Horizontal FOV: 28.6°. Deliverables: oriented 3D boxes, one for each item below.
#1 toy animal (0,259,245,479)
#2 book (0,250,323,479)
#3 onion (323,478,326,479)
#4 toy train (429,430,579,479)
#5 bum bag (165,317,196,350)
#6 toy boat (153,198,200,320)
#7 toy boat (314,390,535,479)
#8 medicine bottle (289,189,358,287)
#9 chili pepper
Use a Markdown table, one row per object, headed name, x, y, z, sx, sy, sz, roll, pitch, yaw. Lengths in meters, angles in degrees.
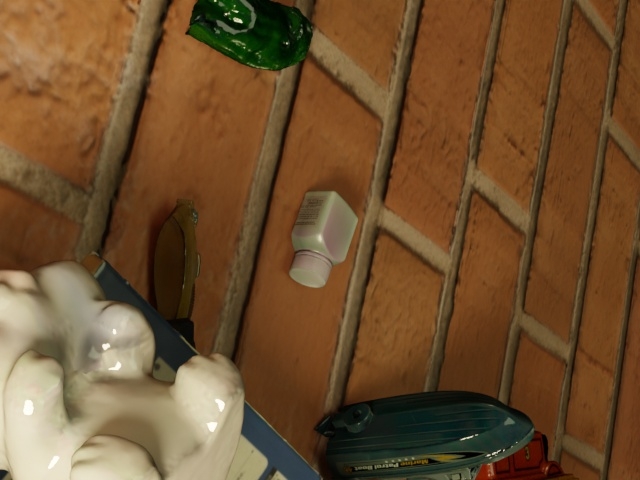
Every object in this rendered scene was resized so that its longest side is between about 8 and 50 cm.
| name | x | y | z | sx | sy | sz | roll | pitch | yaw |
| --- | --- | --- | --- | --- | --- | --- | --- | --- | --- |
| toy animal | -0.255 | 0.138 | 1.029 | 0.196 | 0.368 | 0.241 | -40 | 161 | -55 |
| book | -0.195 | 0.252 | 1.275 | 0.300 | 0.039 | 0.428 | -51 | 130 | -16 |
| onion | -0.021 | 0.425 | 1.512 | 0.256 | 0.272 | 0.230 | 29 | 93 | -47 |
| toy train | 0.276 | 0.383 | 2.008 | 0.369 | 0.163 | 0.231 | 8 | 76 | -56 |
| bum bag | -0.231 | 0.146 | 1.303 | 0.310 | 0.074 | 0.137 | 3 | 100 | -51 |
| toy boat | -0.163 | 0.027 | 1.430 | 0.049 | 0.047 | 0.149 | -2 | 95 | -70 |
| toy boat | 0.149 | 0.267 | 1.680 | 0.122 | 0.296 | 0.114 | 61 | 34 | -31 |
| medicine bottle | 0.000 | 0.000 | 1.665 | 0.074 | 0.055 | 0.118 | 49 | 51 | -47 |
| chili pepper | -0.084 | -0.262 | 1.529 | 0.224 | 0.061 | 0.098 | 7 | 92 | -58 |
